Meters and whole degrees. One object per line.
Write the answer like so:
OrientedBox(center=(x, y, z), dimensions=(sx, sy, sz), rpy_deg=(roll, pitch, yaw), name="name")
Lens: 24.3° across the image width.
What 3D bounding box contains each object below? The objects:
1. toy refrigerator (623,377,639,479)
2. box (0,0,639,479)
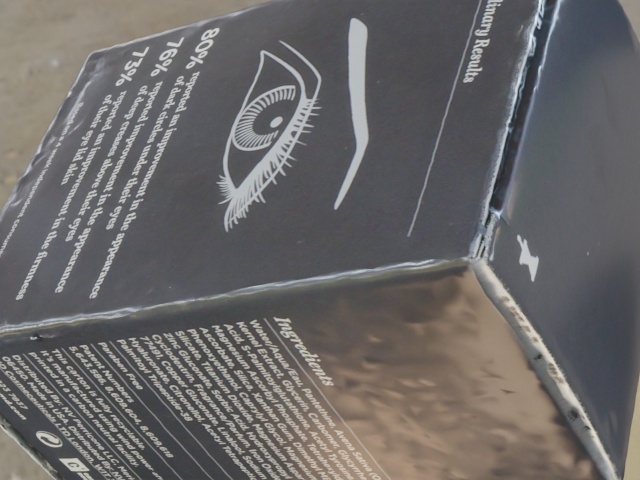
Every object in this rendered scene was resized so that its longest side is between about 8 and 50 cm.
OrientedBox(center=(0.184, 0.106, 1.008), dimensions=(0.102, 0.094, 0.269), rpy_deg=(-29, 58, 4), name="toy refrigerator")
OrientedBox(center=(0.000, 0.000, 0.501), dimensions=(0.207, 0.108, 0.153), rpy_deg=(-9, 43, 32), name="box")
